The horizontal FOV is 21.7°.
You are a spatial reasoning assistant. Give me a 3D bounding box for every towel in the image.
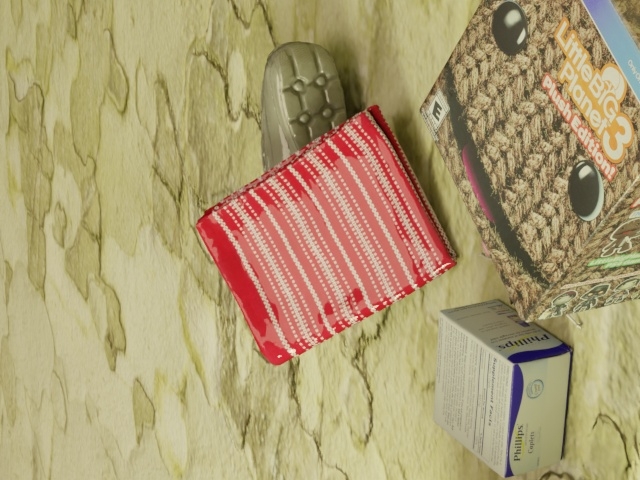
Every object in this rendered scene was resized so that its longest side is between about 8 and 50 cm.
[{"bbox_3d":[0.000,0.000,1.821,0.275,0.031,0.199,-31,83,33],"label":"towel"}]

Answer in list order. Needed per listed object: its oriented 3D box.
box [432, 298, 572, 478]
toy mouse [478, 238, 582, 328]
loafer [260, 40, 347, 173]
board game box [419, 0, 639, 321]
[{"bbox_3d":[0.177,0.143,1.645,0.137,0.072,0.126,37,131,55],"label":"box"},{"bbox_3d":[0.192,0.000,1.607,0.161,0.031,0.143,24,121,59],"label":"toy mouse"},{"bbox_3d":[-0.009,-0.068,1.911,0.111,0.112,0.319,-159,63,-74],"label":"loafer"},{"bbox_3d":[0.232,-0.111,1.365,0.232,0.141,0.291,66,151,25],"label":"board game box"}]
